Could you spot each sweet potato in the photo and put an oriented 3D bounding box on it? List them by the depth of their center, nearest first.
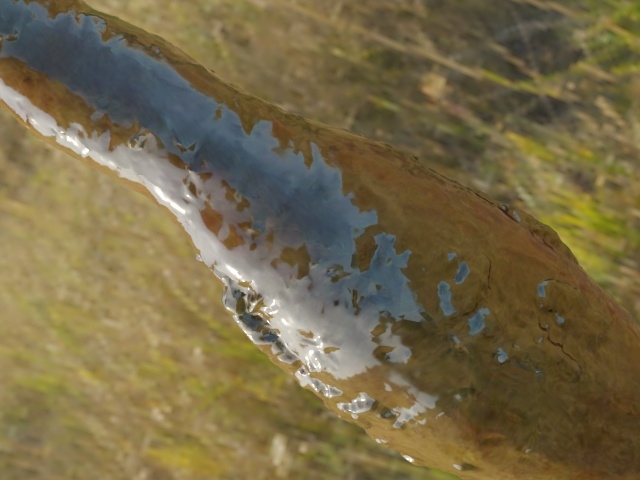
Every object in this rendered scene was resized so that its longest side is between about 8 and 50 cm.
[{"bbox_3d":[0.000,0.000,0.685,0.109,0.385,0.109,-54,11,16],"label":"sweet potato"}]
